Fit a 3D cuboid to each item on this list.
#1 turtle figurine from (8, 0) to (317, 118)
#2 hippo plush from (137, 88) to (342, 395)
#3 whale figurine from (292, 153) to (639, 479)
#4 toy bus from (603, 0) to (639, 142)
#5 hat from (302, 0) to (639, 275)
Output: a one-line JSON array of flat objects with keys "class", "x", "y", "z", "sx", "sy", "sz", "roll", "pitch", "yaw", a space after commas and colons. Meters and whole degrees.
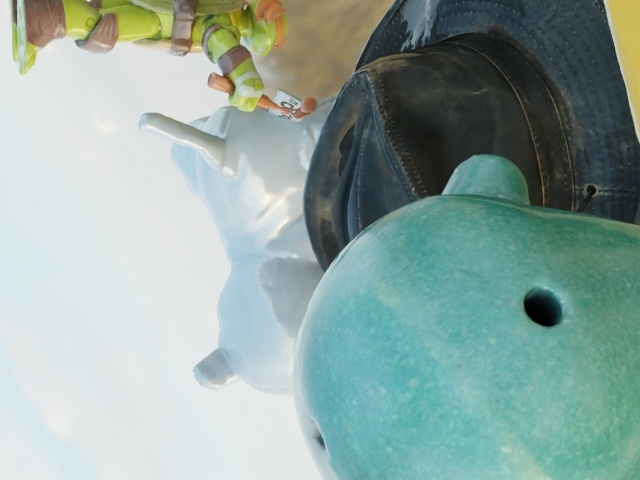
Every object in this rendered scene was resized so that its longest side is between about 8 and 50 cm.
[{"class": "turtle figurine", "x": -0.110, "y": -0.154, "z": 1.413, "sx": 0.269, "sy": 0.217, "sz": 0.087, "roll": -120, "pitch": 32, "yaw": -60}, {"class": "hippo plush", "x": 0.000, "y": 0.000, "z": 1.581, "sx": 0.294, "sy": 0.234, "sz": 0.237, "roll": -68, "pitch": -32, "yaw": -89}, {"class": "whale figurine", "x": 0.123, "y": 0.044, "z": 0.905, "sx": 0.141, "sy": 0.272, "sz": 0.216, "roll": 116, "pitch": 134, "yaw": -61}, {"class": "toy bus", "x": 0.178, "y": -0.134, "z": 0.476, "sx": 0.333, "sy": 0.130, "sz": 0.108, "roll": -56, "pitch": -46, "yaw": -46}, {"class": "hat", "x": 0.068, "y": -0.038, "z": 1.289, "sx": 0.134, "sy": 0.331, "sz": 0.331, "roll": -6, "pitch": -133, "yaw": -36}]
